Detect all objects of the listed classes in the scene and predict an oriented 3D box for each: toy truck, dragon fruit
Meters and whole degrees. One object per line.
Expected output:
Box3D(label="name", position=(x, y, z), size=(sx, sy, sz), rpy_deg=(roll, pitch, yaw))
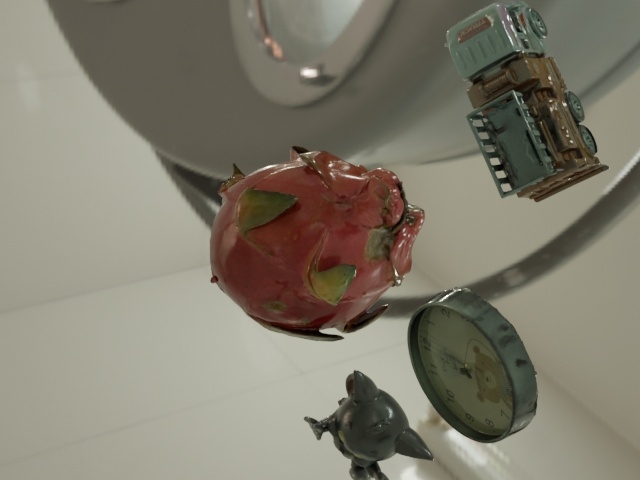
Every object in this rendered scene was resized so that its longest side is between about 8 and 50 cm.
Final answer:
Box3D(label="toy truck", position=(0.172, -0.127, 1.002), size=(0.080, 0.115, 0.178), rpy_deg=(-28, -101, 32))
Box3D(label="dragon fruit", position=(-0.004, 0.002, 1.243), size=(0.227, 0.224, 0.224), rpy_deg=(7, -70, 27))

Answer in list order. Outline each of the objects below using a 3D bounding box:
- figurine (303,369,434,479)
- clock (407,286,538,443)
Box3D(label="figurine", position=(0.083, 0.324, 1.859), size=(0.193, 0.140, 0.265), rpy_deg=(51, -3, 11))
Box3D(label="clock", position=(0.078, 0.066, 0.590), size=(0.085, 0.017, 0.085), rpy_deg=(37, -41, 40))
